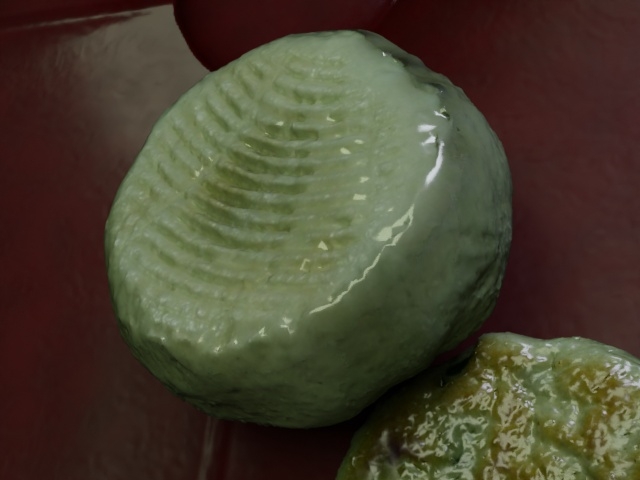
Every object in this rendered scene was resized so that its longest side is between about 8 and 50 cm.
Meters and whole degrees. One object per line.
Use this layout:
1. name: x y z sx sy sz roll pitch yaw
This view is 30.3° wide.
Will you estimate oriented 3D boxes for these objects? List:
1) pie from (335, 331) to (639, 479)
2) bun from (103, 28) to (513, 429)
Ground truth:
1. pie: 0.085 0.125 0.490 0.187 0.041 0.187 -10 62 19
2. bun: 0.000 0.000 0.540 0.195 0.118 0.195 -21 48 25
